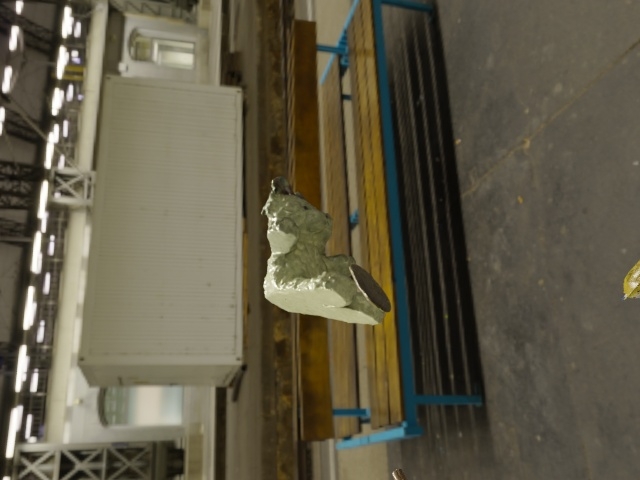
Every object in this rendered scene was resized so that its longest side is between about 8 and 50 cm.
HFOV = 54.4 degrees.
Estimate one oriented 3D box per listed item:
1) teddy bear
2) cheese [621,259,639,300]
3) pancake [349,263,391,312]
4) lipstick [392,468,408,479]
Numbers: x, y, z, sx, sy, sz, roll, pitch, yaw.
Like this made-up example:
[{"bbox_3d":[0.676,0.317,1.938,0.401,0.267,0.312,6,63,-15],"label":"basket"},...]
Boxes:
[{"bbox_3d":[0.000,0.000,1.557,0.376,0.327,0.362,-3,61,42],"label":"teddy bear"},{"bbox_3d":[0.738,0.084,1.420,0.064,0.156,0.250,43,178,22],"label":"cheese"},{"bbox_3d":[0.089,0.084,1.092,0.011,0.115,0.115,-42,32,17],"label":"pancake"},{"bbox_3d":[0.140,0.397,0.956,0.094,0.019,0.019,58,147,36],"label":"lipstick"}]
